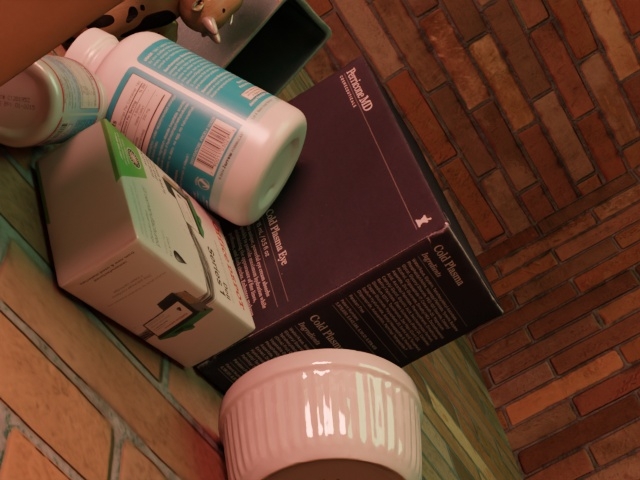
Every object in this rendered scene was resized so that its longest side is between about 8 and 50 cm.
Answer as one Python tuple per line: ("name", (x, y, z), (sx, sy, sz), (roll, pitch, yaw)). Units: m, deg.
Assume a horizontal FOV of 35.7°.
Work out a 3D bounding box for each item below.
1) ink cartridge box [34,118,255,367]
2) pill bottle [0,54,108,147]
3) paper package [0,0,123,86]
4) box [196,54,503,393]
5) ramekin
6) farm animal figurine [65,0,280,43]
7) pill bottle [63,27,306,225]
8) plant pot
("ink cartridge box", (-0.170, 0.009, 0.986), (0.219, 0.092, 0.160), (45, 18, -53))
("pill bottle", (-0.264, -0.136, 0.962), (0.087, 0.087, 0.160), (59, 10, -3))
("paper package", (-0.268, -0.276, 0.679), (0.309, 0.325, 0.168), (52, 13, -34))
("box", (0.000, 0.000, 1.205), (0.179, 0.312, 0.343), (50, 15, -42))
("ramekin", (0.003, 0.211, 0.972), (0.207, 0.207, 0.109), (51, 23, -40))
("farm animal figurine", (-0.190, -0.322, 1.205), (0.330, 0.327, 0.172), (29, 44, -67))
("pill bottle", (-0.159, -0.137, 1.106), (0.264, 0.146, 0.146), (30, 8, 8))
("plant pot", (-0.177, -0.346, 1.571), (0.252, 0.247, 0.248), (44, 7, 13))
